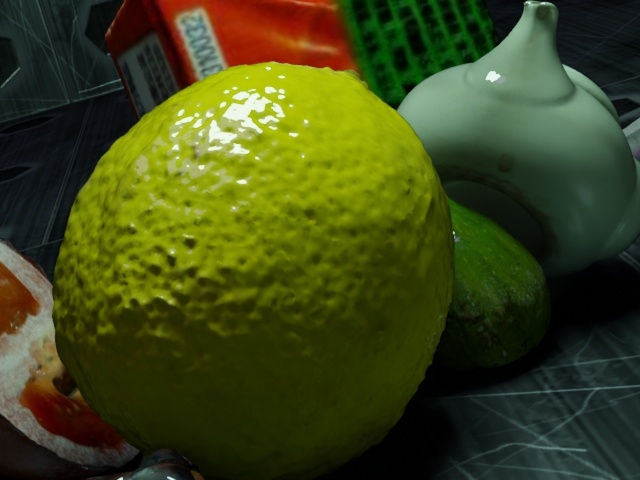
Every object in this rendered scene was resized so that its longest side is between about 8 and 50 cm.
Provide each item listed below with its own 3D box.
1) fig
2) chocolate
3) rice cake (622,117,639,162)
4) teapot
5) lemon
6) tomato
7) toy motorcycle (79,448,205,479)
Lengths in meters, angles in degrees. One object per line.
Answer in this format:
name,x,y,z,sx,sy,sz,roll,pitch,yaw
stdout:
fig,0.105,0.018,1.101,0.123,0.156,0.123,-16,9,3
chocolate,0.013,-0.110,1.301,0.341,0.360,0.161,-25,5,-34
rice cake,0.319,-0.093,1.496,0.270,0.049,0.055,-30,-1,-44
teapot,0.210,-0.042,1.172,0.149,0.318,0.220,-61,14,-25
lemon,-0.042,0.017,0.980,0.268,0.322,0.268,14,-12,3
tomato,-0.247,0.108,1.085,0.112,0.228,0.199,-41,5,18
toy motorcycle,-0.105,0.200,0.700,0.207,0.134,0.401,-21,14,-18
